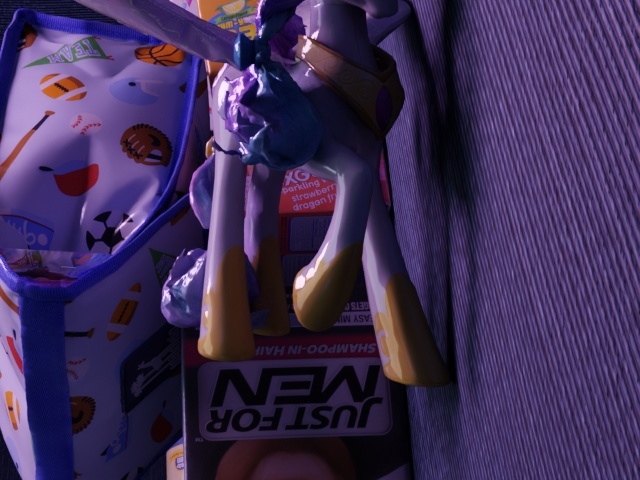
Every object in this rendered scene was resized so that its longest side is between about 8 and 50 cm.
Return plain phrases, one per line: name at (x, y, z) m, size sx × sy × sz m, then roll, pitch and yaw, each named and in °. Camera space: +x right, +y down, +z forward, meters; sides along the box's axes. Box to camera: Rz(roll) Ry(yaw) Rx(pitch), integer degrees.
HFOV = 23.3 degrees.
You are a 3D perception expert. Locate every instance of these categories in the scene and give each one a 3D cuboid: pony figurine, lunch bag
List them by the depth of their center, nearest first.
pony figurine at (-0.031, -0.101, 1.107) m, size 0.351 × 0.303 × 0.363 m, roll 13°, pitch 103°, yaw 52°
lunch bag at (-0.213, 0.026, 1.466) m, size 0.385 × 0.239 × 0.328 m, roll -86°, pitch 0°, yaw -48°

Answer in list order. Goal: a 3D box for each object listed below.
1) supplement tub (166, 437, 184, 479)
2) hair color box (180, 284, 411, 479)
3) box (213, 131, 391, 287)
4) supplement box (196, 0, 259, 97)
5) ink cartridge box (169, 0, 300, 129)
supplement tub at (-0.124, 0.436, 2.407) m, size 0.228 × 0.228 × 0.316 m, roll 100°, pitch 167°, yaw -69°
hair color box at (-0.019, 0.227, 1.279) m, size 0.113 × 0.185 × 0.374 m, roll 99°, pitch 168°, yaw -64°
box at (-0.023, 0.002, 1.476) m, size 0.300 × 0.154 × 0.142 m, roll 93°, pitch 174°, yaw -56°
supplement box at (-0.073, -0.169, 1.564) m, size 0.080 × 0.078 × 0.233 m, roll 65°, pitch -167°, yaw -66°
ink cartridge box at (-0.106, -0.305, 2.102) m, size 0.197 × 0.198 × 0.270 m, roll -105°, pitch 13°, yaw -67°
